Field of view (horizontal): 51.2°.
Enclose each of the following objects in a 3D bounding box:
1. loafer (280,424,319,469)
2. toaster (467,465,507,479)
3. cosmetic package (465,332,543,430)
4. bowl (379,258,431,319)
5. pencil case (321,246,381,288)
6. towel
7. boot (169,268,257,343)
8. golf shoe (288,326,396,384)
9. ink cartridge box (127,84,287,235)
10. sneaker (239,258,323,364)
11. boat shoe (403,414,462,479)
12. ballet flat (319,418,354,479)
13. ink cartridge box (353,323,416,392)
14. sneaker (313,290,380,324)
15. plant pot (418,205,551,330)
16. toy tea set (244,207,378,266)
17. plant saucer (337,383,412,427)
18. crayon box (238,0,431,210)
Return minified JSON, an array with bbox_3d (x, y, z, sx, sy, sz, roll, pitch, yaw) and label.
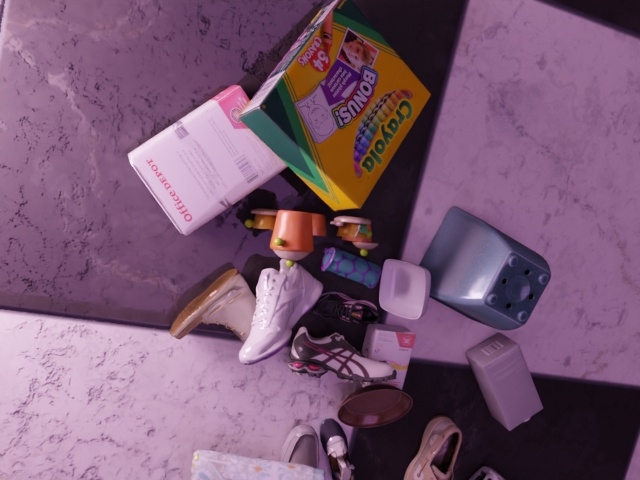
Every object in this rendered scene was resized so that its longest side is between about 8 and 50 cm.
[{"bbox_3d":[-0.051,0.635,1.721,0.112,0.111,0.319,2,102,-20],"label":"loafer"},{"bbox_3d":[0.492,0.761,1.933,0.227,0.129,0.146,-45,110,-4],"label":"toaster"},{"bbox_3d":[0.517,0.396,1.875,0.127,0.107,0.237,-28,112,-12],"label":"cosmetic package"},{"bbox_3d":[0.221,0.122,1.697,0.053,0.142,0.142,-3,103,-45],"label":"bowl"},{"bbox_3d":[0.076,0.069,1.664,0.152,0.064,0.070,22,139,-22],"label":"pencil case"},{"bbox_3d":[-0.177,0.698,1.620,0.321,0.090,0.374,10,103,-9],"label":"towel"},{"bbox_3d":[-0.231,0.193,1.577,0.213,0.077,0.165,-43,113,-13],"label":"boot"},{"bbox_3d":[0.059,0.290,1.657,0.273,0.105,0.120,9,82,0],"label":"golf shoe"},{"bbox_3d":[-0.248,-0.178,1.466,0.283,0.117,0.207,-35,111,-10],"label":"ink cartridge box"},{"bbox_3d":[-0.118,0.160,1.551,0.152,0.114,0.305,50,44,-13],"label":"sneaker"},{"bbox_3d":[0.315,0.643,1.859,0.109,0.098,0.302,16,96,-22],"label":"boat shoe"},{"bbox_3d":[0.050,0.567,1.765,0.074,0.074,0.203,-18,107,-15],"label":"ballet flat"},{"bbox_3d":[0.165,0.323,1.751,0.116,0.067,0.198,9,99,-21],"label":"ink cartridge box"},{"bbox_3d":[0.074,0.174,1.680,0.179,0.077,0.071,6,99,-20],"label":"sneaker"},{"bbox_3d":[0.427,0.091,1.692,0.248,0.252,0.247,28,93,-22],"label":"plant pot"},{"bbox_3d":[0.000,0.000,1.554,0.336,0.200,0.124,5,92,-26],"label":"toy tea set"},{"bbox_3d":[0.139,0.426,1.742,0.199,0.036,0.198,-6,138,-6],"label":"plant saucer"},{"bbox_3d":[0.045,-0.301,1.483,0.313,0.106,0.362,42,66,-23],"label":"crayon box"}]
